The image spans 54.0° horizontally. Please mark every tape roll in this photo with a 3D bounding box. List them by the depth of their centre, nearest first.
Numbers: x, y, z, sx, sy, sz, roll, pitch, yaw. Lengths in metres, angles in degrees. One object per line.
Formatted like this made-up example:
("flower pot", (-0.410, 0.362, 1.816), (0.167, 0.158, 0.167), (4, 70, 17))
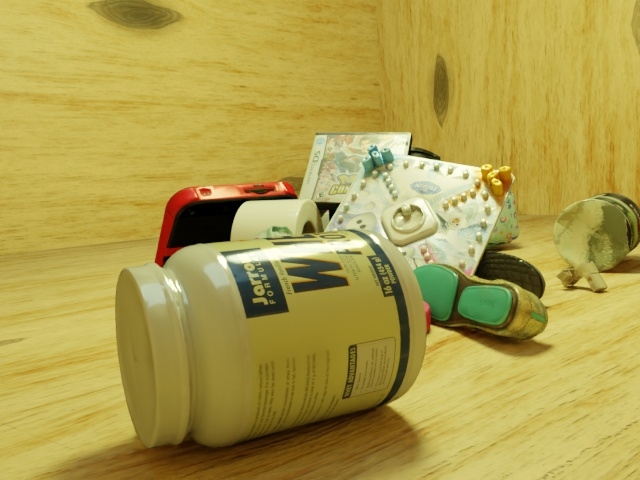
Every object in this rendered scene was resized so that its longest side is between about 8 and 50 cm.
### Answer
("tape roll", (-0.104, 0.017, 1.605), (0.169, 0.246, 0.246), (0, 7, 17))

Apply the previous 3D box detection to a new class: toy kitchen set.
("toy kitchen set", (0.609, 0.103, 1.483), (0.068, 0.075, 0.083), (-3, -34, -27))

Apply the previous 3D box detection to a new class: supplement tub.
("supplement tub", (-0.063, 0.113, 0.762), (0.325, 0.235, 0.235), (-6, 7, -29))

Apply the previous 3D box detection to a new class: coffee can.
("coffee can", (0.804, -0.028, 1.804), (0.202, 0.201, 0.275), (1, 8, 33))

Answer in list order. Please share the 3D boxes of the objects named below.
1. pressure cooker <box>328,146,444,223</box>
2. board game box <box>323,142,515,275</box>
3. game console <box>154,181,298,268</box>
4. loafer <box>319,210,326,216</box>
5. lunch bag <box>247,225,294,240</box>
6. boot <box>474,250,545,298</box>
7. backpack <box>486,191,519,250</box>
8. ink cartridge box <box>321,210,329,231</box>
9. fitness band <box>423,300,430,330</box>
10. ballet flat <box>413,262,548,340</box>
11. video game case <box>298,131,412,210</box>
("pressure cooker", (0.241, -0.084, 1.849), (0.375, 0.370, 0.420), (42, 2, -8))
("board game box", (0.206, -0.055, 1.483), (0.390, 0.390, 0.050), (15, -29, 30))
("game console", (-0.263, -0.013, 1.747), (0.387, 0.342, 0.060), (-7, 48, -35))
("loafer", (0.000, -0.142, 1.776), (0.094, 0.087, 0.251), (-48, 8, 36))
("lunch bag", (-0.114, 0.090, 1.017), (0.223, 0.160, 0.262), (-37, 1, 4))
("boot", (0.428, 0.073, 1.493), (0.223, 0.118, 0.338), (-1, 8, -37))
("backpack", (0.570, -0.074, 2.235), (0.254, 0.225, 0.191), (-9, 3, -20))
("ink cartridge box", (0.000, 0.000, 2.008), (0.069, 0.175, 0.371), (0, 7, 28))
("fitness band", (0.072, 0.151, 1.186), (0.291, 0.054, 0.209), (-8, 8, -32))
("ballet flat", (0.292, 0.119, 1.191), (0.123, 0.123, 0.348), (-5, 6, -22))
("video game case", (0.094, -0.188, 1.680), (0.275, 0.248, 0.035), (3, -32, 17))
